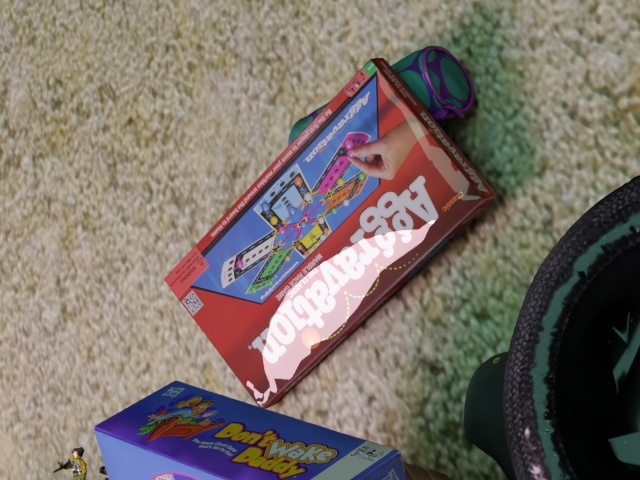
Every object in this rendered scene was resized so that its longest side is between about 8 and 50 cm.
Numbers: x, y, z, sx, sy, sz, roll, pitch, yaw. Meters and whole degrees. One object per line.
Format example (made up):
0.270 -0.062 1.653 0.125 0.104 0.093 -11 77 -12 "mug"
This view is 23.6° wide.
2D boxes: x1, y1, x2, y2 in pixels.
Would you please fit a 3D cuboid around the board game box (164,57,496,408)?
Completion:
0.000 0.000 1.241 0.281 0.027 0.145 -45 76 29 "board game box"

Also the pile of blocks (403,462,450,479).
0.111 0.278 1.037 0.362 0.149 0.112 35 105 41 "pile of blocks"

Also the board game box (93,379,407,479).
-0.017 0.286 1.056 0.233 0.078 0.347 11 121 47 "board game box"

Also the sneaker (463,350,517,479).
0.181 0.076 1.074 0.118 0.083 0.222 38 100 47 "sneaker"

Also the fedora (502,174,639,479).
0.285 0.103 0.914 0.334 0.152 0.334 -4 81 26 "fedora"

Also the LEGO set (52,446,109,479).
-0.264 0.273 1.297 0.331 0.255 0.192 -13 75 37 "LEGO set"

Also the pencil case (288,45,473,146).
0.049 -0.099 1.248 0.151 0.064 0.070 -29 48 32 "pencil case"
